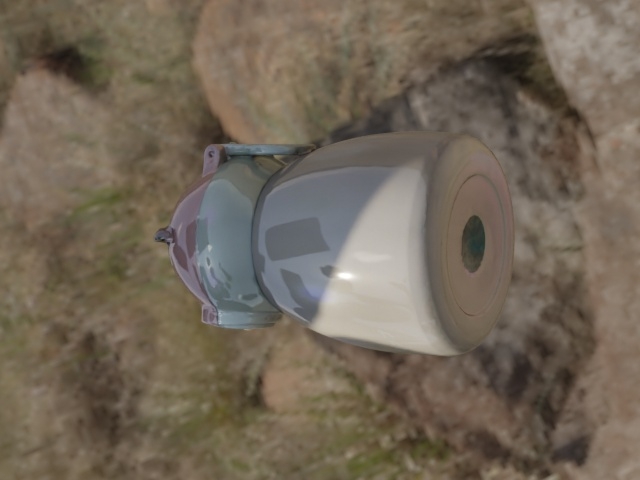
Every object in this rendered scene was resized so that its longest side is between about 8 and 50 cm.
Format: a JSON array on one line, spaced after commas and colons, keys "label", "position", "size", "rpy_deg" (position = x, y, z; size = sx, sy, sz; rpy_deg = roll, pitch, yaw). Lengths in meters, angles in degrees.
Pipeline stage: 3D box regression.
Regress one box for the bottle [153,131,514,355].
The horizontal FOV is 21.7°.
[{"label": "bottle", "position": [0.000, 0.000, 1.140], "size": [0.236, 0.147, 0.147], "rpy_deg": [1, 112, 29]}]
